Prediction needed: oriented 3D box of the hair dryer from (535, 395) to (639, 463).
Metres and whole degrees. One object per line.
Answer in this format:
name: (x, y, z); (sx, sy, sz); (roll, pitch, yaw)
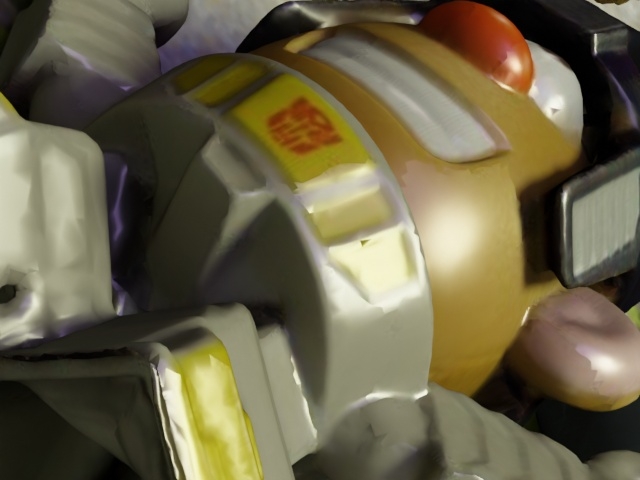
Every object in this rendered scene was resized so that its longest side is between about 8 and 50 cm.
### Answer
hair dryer: (0.188, 0.087, 0.606); (0.071, 0.219, 0.124); (1, 68, -56)

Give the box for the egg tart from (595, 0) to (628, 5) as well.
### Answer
egg tart: (0.058, -0.242, 0.655); (0.319, 0.128, 0.319); (169, -90, -88)

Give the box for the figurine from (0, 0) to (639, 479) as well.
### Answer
figurine: (-0.003, -0.001, 0.496); (0.308, 0.143, 0.308); (25, 46, -29)
